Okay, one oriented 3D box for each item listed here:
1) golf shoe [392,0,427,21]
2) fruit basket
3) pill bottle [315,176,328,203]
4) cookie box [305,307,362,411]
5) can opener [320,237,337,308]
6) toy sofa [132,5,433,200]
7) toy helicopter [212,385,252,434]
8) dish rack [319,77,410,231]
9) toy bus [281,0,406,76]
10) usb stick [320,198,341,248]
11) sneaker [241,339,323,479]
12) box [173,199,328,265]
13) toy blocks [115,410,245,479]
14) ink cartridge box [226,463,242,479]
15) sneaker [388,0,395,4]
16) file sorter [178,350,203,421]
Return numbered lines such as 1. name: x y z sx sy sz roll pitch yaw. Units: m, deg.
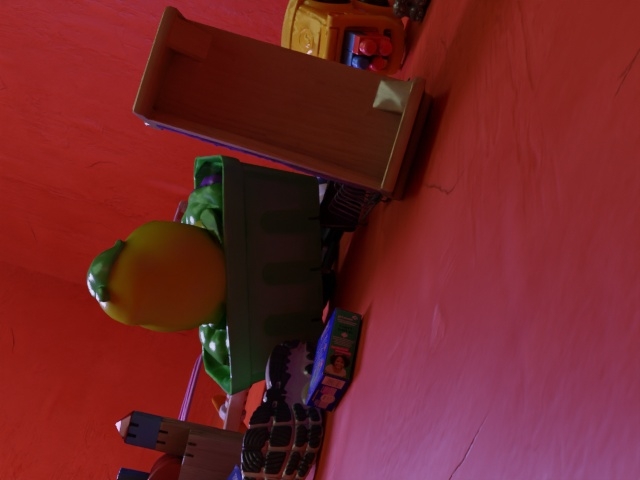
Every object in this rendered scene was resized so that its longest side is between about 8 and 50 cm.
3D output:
1. golf shoe: 0.164 -0.446 1.636 0.086 0.069 0.176 -71 3 -49
2. fruit basket: -0.185 0.050 1.575 0.283 0.392 0.392 -167 94 -72
3. pill bottle: 0.017 -0.097 1.954 0.120 0.067 0.067 -79 9 -47
4. cookie box: 0.018 0.159 1.352 0.092 0.040 0.107 114 171 -51
5. can opener: -0.002 0.046 1.766 0.186 0.059 0.073 -83 12 -58
6. toy sofa: -0.046 -0.173 1.330 0.177 0.363 0.150 33 -106 -85
7. toy helicopter: -0.197 0.380 2.258 0.235 0.140 0.355 110 171 -45
8. dish rack: 0.071 -0.129 1.528 0.271 0.074 0.208 131 154 -75
9. toy bus: 0.073 -0.340 1.735 0.211 0.220 0.149 35 124 52
10. usb stick: 0.000 0.000 1.917 0.278 0.045 0.077 116 146 -55
11. sneaker: -0.039 0.267 1.436 0.275 0.107 0.110 -72 -16 -48
12. box: -0.144 0.066 1.851 0.142 0.300 0.154 118 167 -51
13. toy blocks: -0.226 0.440 1.605 0.191 0.261 0.381 -175 98 -85
14. ink cartridge box: -0.180 0.442 1.417 0.224 0.045 0.223 -55 17 5
15. sneaker: 0.124 -0.508 2.010 0.091 0.094 0.258 108 177 -54
16. file sorter: -0.162 0.308 1.895 0.290 0.182 0.202 129 157 -74
